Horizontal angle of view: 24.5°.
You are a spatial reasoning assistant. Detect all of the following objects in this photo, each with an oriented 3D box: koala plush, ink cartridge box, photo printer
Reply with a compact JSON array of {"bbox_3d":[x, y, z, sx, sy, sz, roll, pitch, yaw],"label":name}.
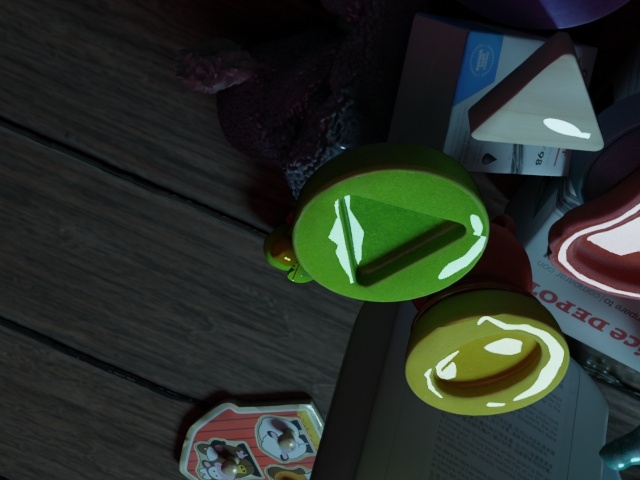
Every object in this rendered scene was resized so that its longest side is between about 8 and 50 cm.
[{"bbox_3d":[-0.004,-0.105,1.173,0.221,0.203,0.196,14,163,45],"label":"koala plush"},{"bbox_3d":[0.142,-0.106,1.101,0.060,0.180,0.104,25,108,46],"label":"ink cartridge box"},{"bbox_3d":[0.125,0.176,1.271,0.256,0.307,0.107,32,133,-15],"label":"photo printer"},{"bbox_3d":[0.296,-0.032,1.162,0.211,0.121,0.289,28,132,-7],"label":"ink cartridge box"}]

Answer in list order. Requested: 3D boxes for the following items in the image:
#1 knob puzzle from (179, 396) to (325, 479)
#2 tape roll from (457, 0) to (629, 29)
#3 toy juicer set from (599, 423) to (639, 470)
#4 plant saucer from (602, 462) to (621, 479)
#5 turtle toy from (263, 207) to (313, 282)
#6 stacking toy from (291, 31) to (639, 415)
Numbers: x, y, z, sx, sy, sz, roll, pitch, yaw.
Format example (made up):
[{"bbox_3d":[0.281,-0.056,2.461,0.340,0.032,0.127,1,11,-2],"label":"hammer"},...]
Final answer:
[{"bbox_3d":[-0.068,0.246,1.586,0.213,0.030,0.213,10,132,11],"label":"knob puzzle"},{"bbox_3d":[0.159,-0.251,1.050,0.189,0.080,0.189,9,132,10],"label":"tape roll"},{"bbox_3d":[0.334,0.147,1.188,0.329,0.089,0.209,-38,147,24],"label":"toy juicer set"},{"bbox_3d":[0.212,0.255,1.439,0.195,0.037,0.195,-3,84,32],"label":"plant saucer"},{"bbox_3d":[0.000,0.000,1.326,0.130,0.066,0.095,-26,141,36],"label":"turtle toy"},{"bbox_3d":[0.139,-0.037,1.030,0.309,0.130,0.279,-32,129,27],"label":"stacking toy"}]
